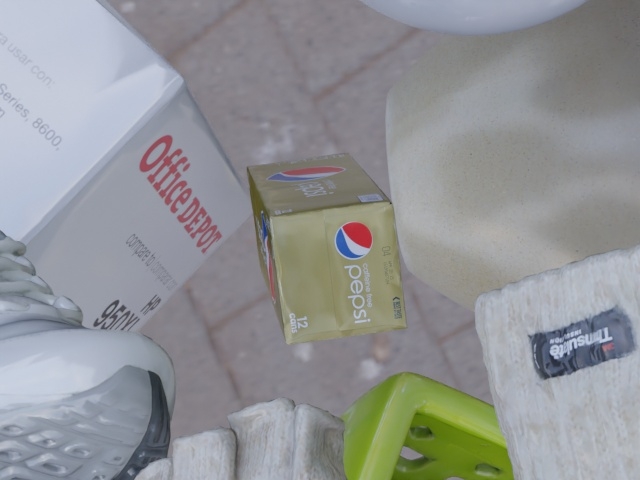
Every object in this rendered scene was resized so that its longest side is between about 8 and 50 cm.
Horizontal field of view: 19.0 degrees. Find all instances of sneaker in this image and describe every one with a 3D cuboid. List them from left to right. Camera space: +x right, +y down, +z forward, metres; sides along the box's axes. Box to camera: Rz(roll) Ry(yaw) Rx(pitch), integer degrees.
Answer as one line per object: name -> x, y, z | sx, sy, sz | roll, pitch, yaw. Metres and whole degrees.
sneaker -> -0.159, 0.043, 0.784 | 0.297, 0.111, 0.129 | -3, 69, 49

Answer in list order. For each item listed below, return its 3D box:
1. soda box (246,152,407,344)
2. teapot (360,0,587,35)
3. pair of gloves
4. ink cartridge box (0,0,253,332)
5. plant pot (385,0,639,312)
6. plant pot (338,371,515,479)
soda box -> 0.000, 0.000, 0.941 | 0.058, 0.181, 0.061 | -8, 100, -3
teapot -> 0.095, -0.233, 1.047 | 0.252, 0.187, 0.256 | 22, 92, -3
pair of gloves -> 0.040, 0.127, 0.537 | 0.240, 0.042, 0.204 | -28, 68, 36
ink cartridge box -> -0.238, 0.036, 1.063 | 0.166, 0.285, 0.395 | 42, 85, 12
plant pot -> 0.149, -0.051, 1.340 | 0.190, 0.284, 0.284 | -7, 97, 10
plant pot -> 0.056, 0.231, 1.029 | 0.228, 0.227, 0.207 | 28, 153, -17
